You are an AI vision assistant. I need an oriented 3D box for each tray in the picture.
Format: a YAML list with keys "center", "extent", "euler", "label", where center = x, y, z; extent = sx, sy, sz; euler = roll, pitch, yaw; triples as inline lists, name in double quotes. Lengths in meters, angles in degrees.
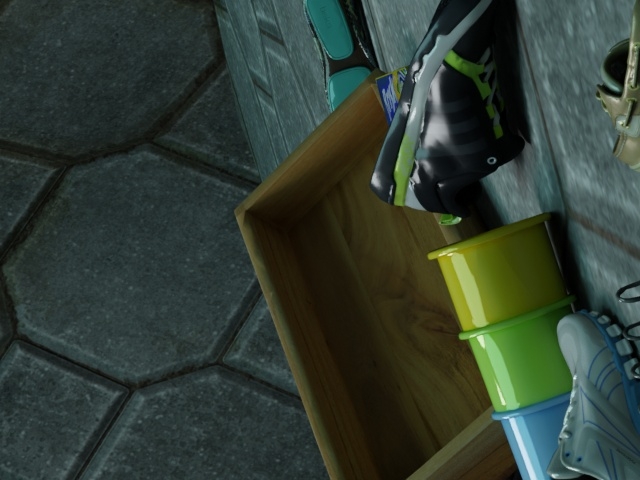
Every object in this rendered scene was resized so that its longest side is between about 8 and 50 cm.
- center: [0.062, 0.053, 1.485]
  extent: [0.076, 0.203, 0.411]
  euler: [29, -153, -39]
  label: "tray"

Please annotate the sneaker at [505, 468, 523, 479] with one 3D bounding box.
- center: [0.147, 0.161, 1.515]
  extent: [0.330, 0.146, 0.122]
  euler: [32, 109, 51]
  label: "sneaker"

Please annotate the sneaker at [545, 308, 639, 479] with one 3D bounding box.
- center: [0.180, 0.125, 1.115]
  extent: [0.071, 0.083, 0.190]
  euler: [76, 175, -47]
  label: "sneaker"

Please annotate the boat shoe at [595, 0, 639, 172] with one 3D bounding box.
- center: [0.156, -0.078, 0.812]
  extent: [0.135, 0.045, 0.050]
  euler: [99, -167, -63]
  label: "boat shoe"

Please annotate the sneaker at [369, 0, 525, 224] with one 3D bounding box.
- center: [0.109, -0.102, 1.239]
  extent: [0.234, 0.097, 0.084]
  euler: [108, -175, -50]
  label: "sneaker"

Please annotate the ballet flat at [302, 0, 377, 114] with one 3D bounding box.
- center: [0.032, -0.194, 1.837]
  extent: [0.070, 0.070, 0.188]
  euler: [-122, 17, -71]
  label: "ballet flat"

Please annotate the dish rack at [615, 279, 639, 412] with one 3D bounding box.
- center: [0.203, 0.092, 0.808]
  extent: [0.208, 0.074, 0.271]
  euler: [-121, 15, -67]
  label: "dish rack"

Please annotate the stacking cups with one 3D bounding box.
- center: [0.166, 0.144, 1.232]
  extent: [0.096, 0.096, 0.316]
  euler: [159, 94, -85]
  label: "stacking cups"

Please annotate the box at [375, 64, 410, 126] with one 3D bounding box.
- center: [0.089, -0.120, 1.396]
  extent: [0.169, 0.059, 0.054]
  euler: [-164, 58, -84]
  label: "box"
